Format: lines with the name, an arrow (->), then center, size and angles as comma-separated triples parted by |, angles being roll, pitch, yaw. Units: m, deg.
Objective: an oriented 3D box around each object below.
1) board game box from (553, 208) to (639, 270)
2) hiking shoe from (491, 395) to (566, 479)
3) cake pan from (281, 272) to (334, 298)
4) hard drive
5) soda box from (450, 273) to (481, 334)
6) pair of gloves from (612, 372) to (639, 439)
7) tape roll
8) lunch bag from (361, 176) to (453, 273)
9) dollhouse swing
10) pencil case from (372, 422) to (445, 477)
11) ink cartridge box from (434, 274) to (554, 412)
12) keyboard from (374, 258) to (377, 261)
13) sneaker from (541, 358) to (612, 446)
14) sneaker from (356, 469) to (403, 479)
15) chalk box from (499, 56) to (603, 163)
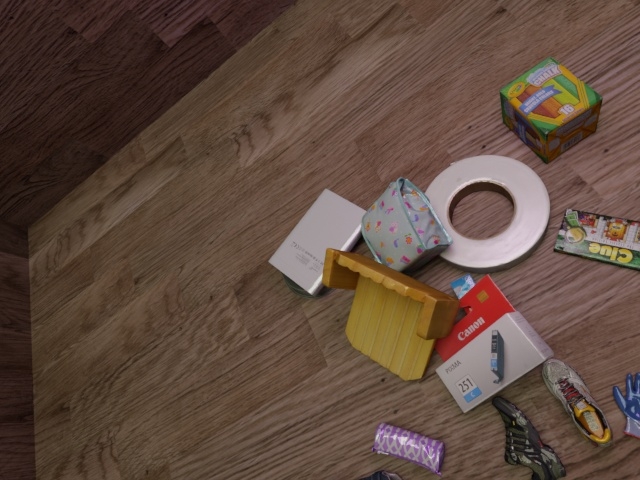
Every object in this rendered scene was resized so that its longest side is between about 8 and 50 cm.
board game box -> 0.815, 0.000, 1.144 | 0.260, 0.030, 0.136 | 16, 80, 32
hiking shoe -> 0.512, 0.521, 1.059 | 0.114, 0.086, 0.227 | -38, 58, 6
cake pan -> -0.032, 0.072, 1.548 | 0.293, 0.054, 0.293 | -11, 65, 24
hard drive -> 0.000, 0.000, 1.493 | 0.233, 0.047, 0.353 | 34, 82, 31
soda box -> 0.470, 0.209, 1.215 | 0.067, 0.071, 0.210 | -31, 59, 14
pair of gloves -> 0.818, 0.412, 0.980 | 0.198, 0.023, 0.159 | 9, 73, 30
tape roll -> 0.516, -0.089, 1.312 | 0.392, 0.072, 0.391 | -11, 65, 25
lunch bag -> 0.258, -0.040, 1.314 | 0.223, 0.160, 0.262 | -50, 57, 48
dollhouse swing -> 0.165, 0.234, 1.184 | 0.347, 0.315, 0.304 | 26, 97, 34
pencil case -> 0.250, 0.591, 1.168 | 0.206, 0.086, 0.088 | 3, 38, 30
ink cartridge box -> 0.430, 0.286, 1.132 | 0.296, 0.066, 0.261 | -56, 51, 34
keyboard -> 0.237, 0.029, 1.446 | 0.072, 0.014, 0.255 | 11, 76, 31
sneaker -> 0.651, 0.401, 1.031 | 0.088, 0.093, 0.225 | -35, 58, 11
sneaker -> 0.187, 0.764, 1.134 | 0.163, 0.086, 0.226 | -35, 57, 15
chalk box -> 0.693, -0.428, 1.288 | 0.180, 0.179, 0.289 | -35, 58, 11
